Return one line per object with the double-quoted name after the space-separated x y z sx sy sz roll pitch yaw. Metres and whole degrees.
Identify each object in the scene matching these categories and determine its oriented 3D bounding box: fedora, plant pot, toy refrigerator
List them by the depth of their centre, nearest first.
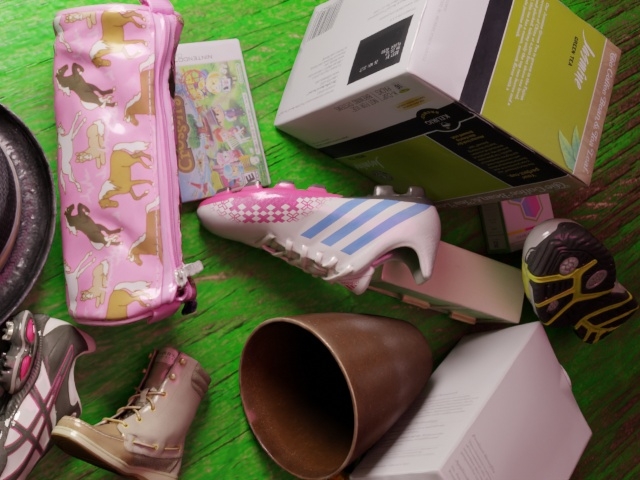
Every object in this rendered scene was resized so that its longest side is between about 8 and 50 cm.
-0.433 -0.036 0.903 0.333 0.152 0.334 4 78 -22 "fedora"
0.045 0.185 1.178 0.230 0.215 0.216 -13 92 -44 "plant pot"
0.179 0.060 1.313 0.269 0.102 0.094 18 77 -29 "toy refrigerator"

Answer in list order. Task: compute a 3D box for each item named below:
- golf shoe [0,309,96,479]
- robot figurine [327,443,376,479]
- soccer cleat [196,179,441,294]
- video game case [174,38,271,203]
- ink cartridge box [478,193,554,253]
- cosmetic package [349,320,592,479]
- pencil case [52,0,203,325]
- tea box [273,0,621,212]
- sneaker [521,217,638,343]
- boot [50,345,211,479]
-0.338 0.221 0.992 0.120 0.105 0.273 19 77 -36 "golf shoe"
0.083 0.420 1.233 0.211 0.085 0.291 -44 108 -27 "robot figurine"
0.000 0.000 1.145 0.331 0.116 0.143 0 78 -4 "soccer cleat"
-0.176 -0.161 1.167 0.193 0.023 0.213 -14 93 -31 "video game case"
0.317 -0.090 1.431 0.108 0.062 0.209 -13 92 -31 "ink cartridge box"
0.231 0.303 1.227 0.385 0.156 0.217 -36 104 -50 "cosmetic package"
-0.234 -0.093 1.032 0.167 0.160 0.387 -4 90 -5 "pencil case"
0.171 -0.211 1.201 0.323 0.329 0.220 27 72 -27 "tea box"
0.379 0.052 1.353 0.145 0.147 0.384 -39 146 8 "sneaker"
-0.222 0.203 1.047 0.213 0.077 0.165 45 60 -51 "boot"
